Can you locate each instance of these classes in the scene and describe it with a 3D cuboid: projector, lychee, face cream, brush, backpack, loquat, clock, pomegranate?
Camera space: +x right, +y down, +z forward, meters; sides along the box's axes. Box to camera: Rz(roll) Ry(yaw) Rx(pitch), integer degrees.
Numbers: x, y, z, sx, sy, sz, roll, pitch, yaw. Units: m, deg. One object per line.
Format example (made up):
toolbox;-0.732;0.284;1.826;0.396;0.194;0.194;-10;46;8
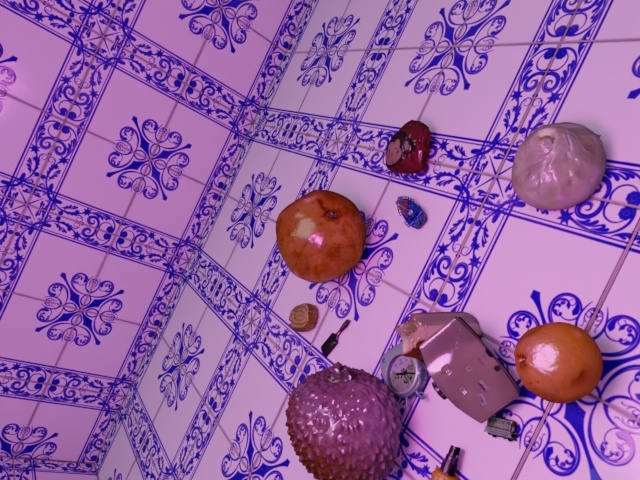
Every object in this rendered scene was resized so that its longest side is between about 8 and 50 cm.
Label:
projector;0.413;0.375;1.486;0.193;0.088;0.270;-41;72;11
lychee;0.076;0.599;1.664;0.380;0.380;0.433;6;102;53
face cream;0.346;0.725;1.493;0.078;0.078;0.274;12;80;53
brush;0.061;0.387;2.093;0.193;0.016;0.063;-53;39;17
backpack;0.354;-0.373;2.060;0.229;0.138;0.230;-162;90;-72
loquat;0.598;0.306;1.307;0.208;0.208;0.208;-28;50;40
clock;0.286;0.452;1.732;0.159;0.065;0.211;-41;43;31
pomegranate;0.000;0.000;2.129;0.410;0.409;0.411;-28;50;40

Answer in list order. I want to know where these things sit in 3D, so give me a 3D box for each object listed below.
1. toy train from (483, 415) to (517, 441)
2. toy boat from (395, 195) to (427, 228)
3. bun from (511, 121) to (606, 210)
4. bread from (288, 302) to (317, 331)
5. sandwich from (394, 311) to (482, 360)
toy train;0.504;0.523;1.444;0.093;0.038;0.057;-6;60;50
toy boat;0.325;-0.124;1.972;0.091;0.110;0.175;-50;37;19
bun;0.678;-0.231;1.529;0.283;0.179;0.284;-26;54;43
bread;-0.076;0.336;2.255;0.156;0.064;0.118;-15;55;48
sandwich;0.362;0.289;1.629;0.220;0.186;0.108;-35;48;34
